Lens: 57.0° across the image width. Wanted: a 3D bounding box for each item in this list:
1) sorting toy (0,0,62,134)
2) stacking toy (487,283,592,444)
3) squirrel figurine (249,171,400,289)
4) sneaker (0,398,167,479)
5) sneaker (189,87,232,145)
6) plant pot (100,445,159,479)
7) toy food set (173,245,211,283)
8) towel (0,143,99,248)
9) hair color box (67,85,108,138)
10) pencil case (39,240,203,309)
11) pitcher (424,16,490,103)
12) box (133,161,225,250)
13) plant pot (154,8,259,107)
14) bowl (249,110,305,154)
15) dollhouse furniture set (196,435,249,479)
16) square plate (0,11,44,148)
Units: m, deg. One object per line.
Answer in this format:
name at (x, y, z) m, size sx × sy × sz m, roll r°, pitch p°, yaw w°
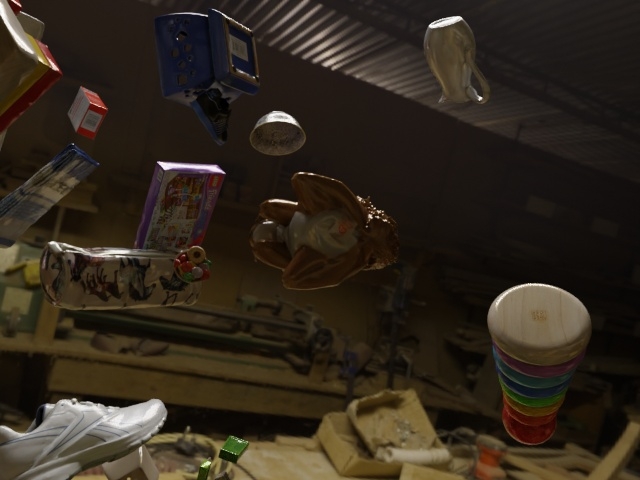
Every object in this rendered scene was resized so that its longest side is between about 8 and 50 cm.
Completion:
sorting toy at (-0.377, -0.153, 0.547) m, size 0.257 × 0.255 × 0.089 m, roll 54°, pitch 10°, yaw 21°
stacking toy at (0.341, 0.226, 0.943) m, size 0.141 × 0.141 × 0.330 m, roll 13°, pitch -42°, yaw 28°
squirrel figurine at (0.000, 0.000, 1.596) m, size 0.397 × 0.280 × 0.370 m, roll 1°, pitch -8°, yaw -26°
sneaker at (-0.374, 0.304, 0.938) m, size 0.111 × 0.129 × 0.297 m, roll -34°, pitch -13°, yaw 34°
sneaker at (-0.287, -0.345, 1.662) m, size 0.081 × 0.091 × 0.232 m, roll 57°, pitch -2°, yaw 14°
plant pot at (-0.453, 0.567, 1.411) m, size 0.109 × 0.108 × 0.096 m, roll -26°, pitch 15°, yaw -16°
toy food set at (-0.280, 0.057, 1.295) m, size 0.083 × 0.082 × 0.020 m, roll -24°, pitch -13°, yaw -36°
towel at (-0.605, -0.086, 1.262) m, size 0.034 × 0.285 × 0.209 m, roll 47°, pitch -8°, yaw -3°
hair color box at (-0.644, -0.354, 1.627) m, size 0.053 × 0.093 × 0.167 m, roll 21°, pitch 16°, yaw -39°
pencil case at (-0.508, 0.087, 1.532) m, size 0.411 × 0.183 × 0.160 m, roll 4°, pitch 22°, yaw -43°
pitcher at (0.350, -0.446, 1.482) m, size 0.126 × 0.207 × 0.178 m, roll -31°, pitch 30°, yaw -21°
box at (-0.417, -0.088, 1.737) m, size 0.201 × 0.293 × 0.057 m, roll -2°, pitch 36°, yaw -44°
plant pot at (-0.312, -0.518, 1.690) m, size 0.212 × 0.235 × 0.236 m, roll -7°, pitch -2°, yaw 24°
bowl at (-0.133, -0.343, 1.811) m, size 0.170 × 0.080 × 0.170 m, roll -4°, pitch -28°, yaw -2°
dollhouse furniture set at (-0.169, 0.416, 1.001) m, size 0.076 × 0.151 × 0.058 m, roll 16°, pitch 5°, yaw 9°
square plate at (-0.730, -0.307, 1.059) m, size 0.348 × 0.343 × 0.049 m, roll 21°, pitch 9°, yaw -23°
